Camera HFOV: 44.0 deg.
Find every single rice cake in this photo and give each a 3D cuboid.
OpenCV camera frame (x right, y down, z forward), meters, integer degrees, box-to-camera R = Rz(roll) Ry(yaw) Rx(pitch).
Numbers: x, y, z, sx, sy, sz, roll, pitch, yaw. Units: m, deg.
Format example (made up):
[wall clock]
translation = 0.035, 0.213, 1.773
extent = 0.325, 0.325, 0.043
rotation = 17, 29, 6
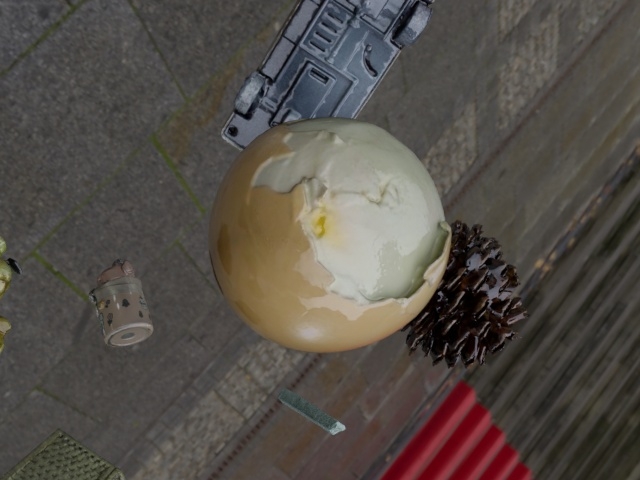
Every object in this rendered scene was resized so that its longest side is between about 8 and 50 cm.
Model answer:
[rice cake]
translation = -0.019, 0.315, 1.459
extent = 0.029, 0.170, 0.033
rotation = -53, 128, -16

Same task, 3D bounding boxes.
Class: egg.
[egg]
translation = 0.000, 0.000, 0.685
extent = 0.201, 0.201, 0.244
rotation = -37, 177, -31

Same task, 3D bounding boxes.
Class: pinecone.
[pinecone]
translation = 0.191, 0.088, 1.145
extent = 0.221, 0.221, 0.221
rotation = -39, 151, -27

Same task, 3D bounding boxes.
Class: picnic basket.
[picnic basket]
translation = -0.390, 0.396, 1.147
extent = 0.134, 0.154, 0.196
rotation = -54, 180, 11

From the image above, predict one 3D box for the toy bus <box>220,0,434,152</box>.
[toy bus]
translation = 0.013, -0.218, 0.918
extent = 0.290, 0.139, 0.157
rotation = -56, -170, 23

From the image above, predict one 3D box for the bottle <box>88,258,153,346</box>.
[bottle]
translation = -0.368, 0.111, 1.451
extent = 0.098, 0.152, 0.099
rotation = -18, 155, -9

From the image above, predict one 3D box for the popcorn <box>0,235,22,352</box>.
[popcorn]
translation = -0.433, 0.065, 0.892
extent = 0.169, 0.189, 0.218
rotation = -36, 112, -47
